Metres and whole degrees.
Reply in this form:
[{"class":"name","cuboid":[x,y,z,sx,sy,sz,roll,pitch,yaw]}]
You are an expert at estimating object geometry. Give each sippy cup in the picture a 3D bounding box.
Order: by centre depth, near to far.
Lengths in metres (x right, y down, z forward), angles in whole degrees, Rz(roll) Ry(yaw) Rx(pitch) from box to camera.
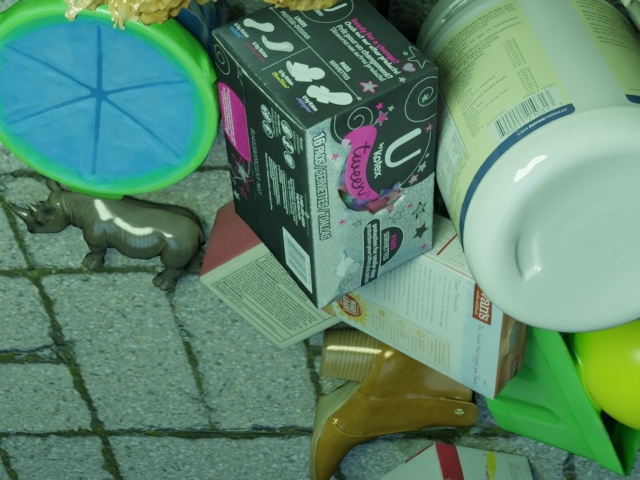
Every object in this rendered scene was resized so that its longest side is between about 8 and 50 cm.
[{"class":"sippy cup","cuboid":[-0.195,-0.201,1.457,0.240,0.224,0.305,38,129,-24]}]

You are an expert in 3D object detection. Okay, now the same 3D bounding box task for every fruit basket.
[{"class":"fruit basket","cuboid":[0.327,0.080,1.615,0.392,0.283,0.392,16,144,12]}]

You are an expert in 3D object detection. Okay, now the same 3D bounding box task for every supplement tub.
[{"class":"supplement tub","cuboid":[0.217,-0.097,1.394,0.235,0.325,0.235,-6,128,-7]}]

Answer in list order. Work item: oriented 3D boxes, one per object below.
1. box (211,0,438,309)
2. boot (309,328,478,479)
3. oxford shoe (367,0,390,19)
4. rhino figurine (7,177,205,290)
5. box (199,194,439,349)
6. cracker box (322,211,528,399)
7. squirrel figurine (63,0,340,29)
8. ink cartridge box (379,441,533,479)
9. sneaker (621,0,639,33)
[{"class":"box","cuboid":[0.010,-0.087,1.372,0.142,0.163,0.247,-28,144,-19]},{"class":"boot","cuboid":[0.097,0.230,1.939,0.211,0.104,0.295,8,132,2]},{"class":"oxford shoe","cuboid":[0.021,-0.189,1.554,0.076,0.076,0.212,17,128,11]},{"class":"rhino figurine","cuboid":[-0.251,-0.017,1.765,0.243,0.073,0.106,15,140,-4]},{"class":"box","cuboid":[0.000,0.000,1.701,0.232,0.127,0.148,-28,123,32]},{"class":"cracker box","cuboid":[0.101,0.045,1.521,0.232,0.067,0.155,28,140,26]},{"class":"squirrel figurine","cuboid":[-0.110,-0.357,1.161,0.370,0.397,0.281,18,141,-22]},{"class":"ink cartridge box","cuboid":[0.193,0.363,2.010,0.176,0.127,0.128,13,141,-34]},{"class":"sneaker","cuboid":[0.317,-0.277,1.376,0.103,0.111,0.252,-13,132,21]}]
